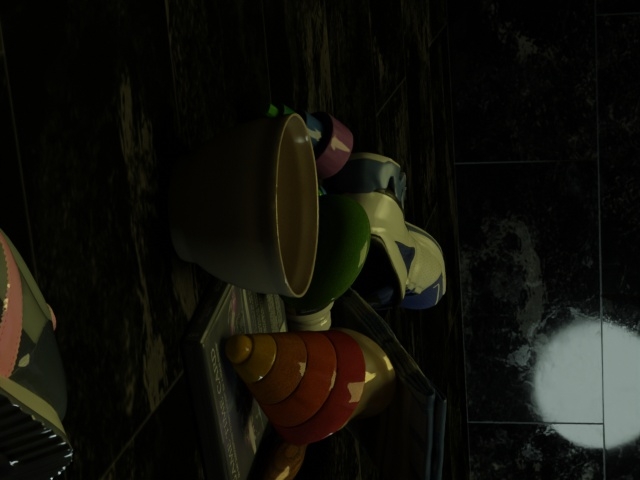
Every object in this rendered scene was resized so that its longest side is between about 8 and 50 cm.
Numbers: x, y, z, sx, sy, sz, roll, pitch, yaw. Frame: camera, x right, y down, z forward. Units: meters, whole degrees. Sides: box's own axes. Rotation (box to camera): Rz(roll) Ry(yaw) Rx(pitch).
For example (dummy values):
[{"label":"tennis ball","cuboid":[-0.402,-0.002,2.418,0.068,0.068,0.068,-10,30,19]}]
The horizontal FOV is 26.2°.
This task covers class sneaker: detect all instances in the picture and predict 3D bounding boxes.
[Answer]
[{"label":"sneaker","cuboid":[-0.209,0.004,0.655,0.319,0.112,0.131,77,0,-53]},{"label":"sneaker","cuboid":[0.075,0.039,1.893,0.315,0.127,0.182,60,35,-53]}]

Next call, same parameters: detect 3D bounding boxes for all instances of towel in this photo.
[{"label":"towel","cuboid":[0.079,0.207,1.715,0.285,0.034,0.209,-131,-143,-56]}]

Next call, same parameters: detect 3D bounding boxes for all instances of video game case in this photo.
[{"label":"video game case","cuboid":[-0.078,0.111,1.376,0.274,0.026,0.196,-67,153,-59]}]

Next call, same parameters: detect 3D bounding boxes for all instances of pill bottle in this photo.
[{"label":"pill bottle","cuboid":[-0.020,0.048,1.541,0.067,0.067,0.120,-74,159,-52]}]

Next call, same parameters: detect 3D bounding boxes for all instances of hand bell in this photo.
[{"label":"hand bell","cuboid":[-0.015,0.212,1.542,0.242,0.126,0.126,-49,138,-53]}]

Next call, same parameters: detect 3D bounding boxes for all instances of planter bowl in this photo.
[{"label":"planter bowl","cuboid":[-0.071,-0.031,1.218,0.162,0.109,0.162,0,90,-78]}]

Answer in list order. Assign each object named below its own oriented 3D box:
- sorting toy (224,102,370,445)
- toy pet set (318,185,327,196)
[{"label":"sorting toy","cuboid":[-0.036,0.012,1.360,0.126,0.127,0.365,31,51,-40]},{"label":"toy pet set","cuboid":[0.000,0.000,1.712,0.114,0.065,0.122,53,11,0]}]
